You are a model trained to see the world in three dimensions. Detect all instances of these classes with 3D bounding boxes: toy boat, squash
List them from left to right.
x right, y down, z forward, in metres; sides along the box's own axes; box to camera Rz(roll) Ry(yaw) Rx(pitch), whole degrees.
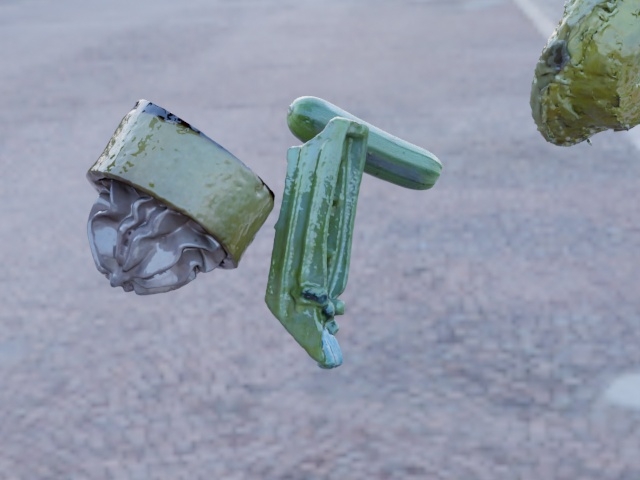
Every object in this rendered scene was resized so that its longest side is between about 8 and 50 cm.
[{"bbox_3d":[-0.006,0.001,1.726,0.084,0.276,0.111,6,1,17],"label":"toy boat"},{"bbox_3d":[0.056,-0.124,2.037,0.228,0.066,0.066,23,3,-21],"label":"squash"}]

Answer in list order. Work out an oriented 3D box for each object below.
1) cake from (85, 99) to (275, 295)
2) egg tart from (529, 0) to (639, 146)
[{"bbox_3d":[-0.164,-0.024,1.626,0.185,0.178,0.207,36,-5,-18],"label":"cake"},{"bbox_3d":[0.402,-0.241,2.071,0.294,0.295,0.116,-13,41,-43],"label":"egg tart"}]
